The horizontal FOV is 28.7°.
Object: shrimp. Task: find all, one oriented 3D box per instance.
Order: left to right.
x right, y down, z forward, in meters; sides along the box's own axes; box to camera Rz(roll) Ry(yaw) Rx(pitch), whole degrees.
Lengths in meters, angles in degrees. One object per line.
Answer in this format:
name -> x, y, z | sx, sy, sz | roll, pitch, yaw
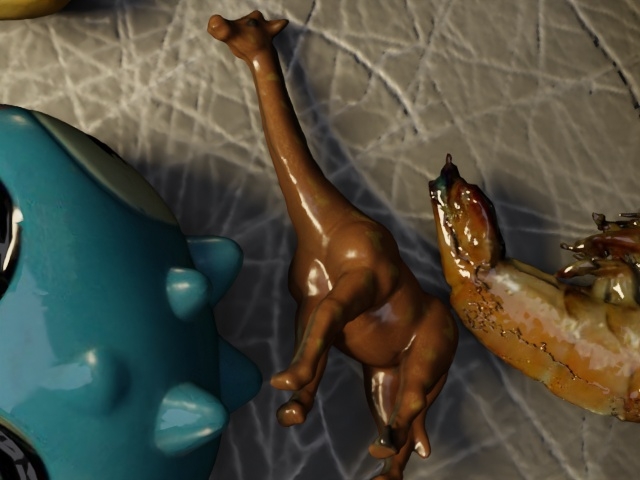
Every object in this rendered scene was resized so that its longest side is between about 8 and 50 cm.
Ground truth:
shrimp -> 0.175, -0.042, 0.725 | 0.222, 0.054, 0.290 | 8, 86, -3

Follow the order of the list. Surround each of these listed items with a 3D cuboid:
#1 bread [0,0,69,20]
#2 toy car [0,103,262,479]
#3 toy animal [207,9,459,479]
bread -> -0.177, -0.228, 0.694 | 0.147, 0.098, 0.217 | 19, 89, -3
toy car -> -0.128, 0.053, 0.643 | 0.190, 0.188, 0.255 | -8, 88, -7
toy animal -> 0.000, 0.000, 0.692 | 0.224, 0.066, 0.229 | 40, 41, -26
